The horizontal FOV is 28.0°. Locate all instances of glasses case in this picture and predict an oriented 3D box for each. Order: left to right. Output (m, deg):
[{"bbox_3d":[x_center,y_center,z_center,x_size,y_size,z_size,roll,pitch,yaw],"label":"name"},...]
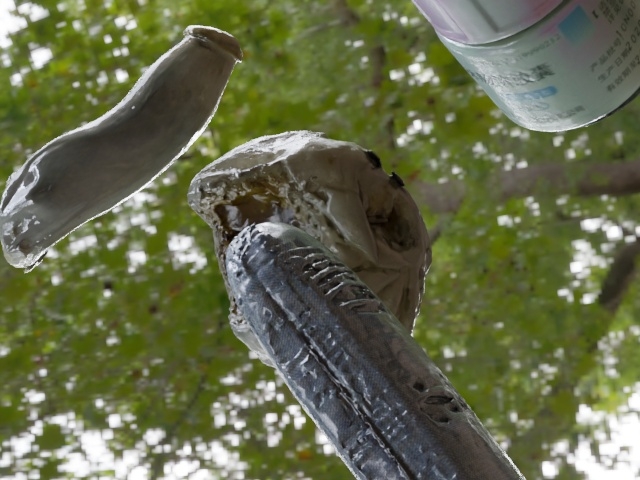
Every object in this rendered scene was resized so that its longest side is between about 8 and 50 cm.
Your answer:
[{"bbox_3d":[0.047,0.101,0.676,0.282,0.067,0.109,50,-167,19],"label":"glasses case"}]

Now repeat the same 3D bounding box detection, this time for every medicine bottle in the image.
[{"bbox_3d":[0.139,-0.167,0.854,0.168,0.135,0.135,42,-130,-41],"label":"medicine bottle"}]

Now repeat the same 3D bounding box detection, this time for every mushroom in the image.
[{"bbox_3d":[-0.222,-0.103,1.421,0.109,0.351,0.097,49,180,24],"label":"mushroom"}]

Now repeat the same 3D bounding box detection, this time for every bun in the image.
[{"bbox_3d":[0.008,0.003,1.377,0.281,0.205,0.281,44,-144,-45],"label":"bun"}]
